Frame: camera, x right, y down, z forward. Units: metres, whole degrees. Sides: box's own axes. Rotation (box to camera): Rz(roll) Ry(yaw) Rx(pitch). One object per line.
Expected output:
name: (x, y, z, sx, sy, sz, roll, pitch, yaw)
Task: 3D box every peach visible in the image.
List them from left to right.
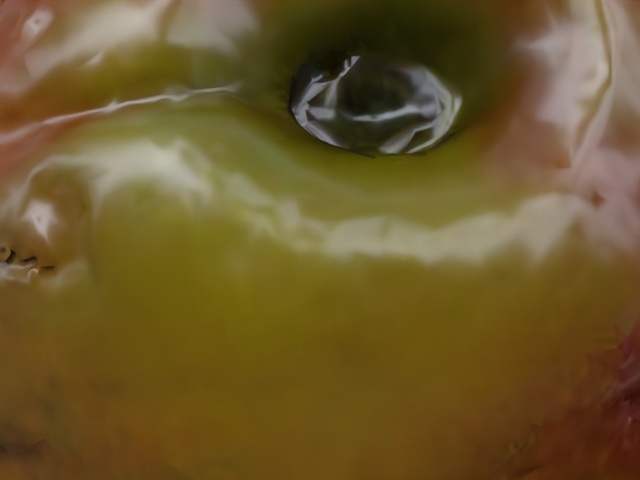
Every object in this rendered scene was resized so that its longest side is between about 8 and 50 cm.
peach: (-0.001, -0.002, 0.590, 0.372, 0.290, 0.372, -23, -7, -3)
